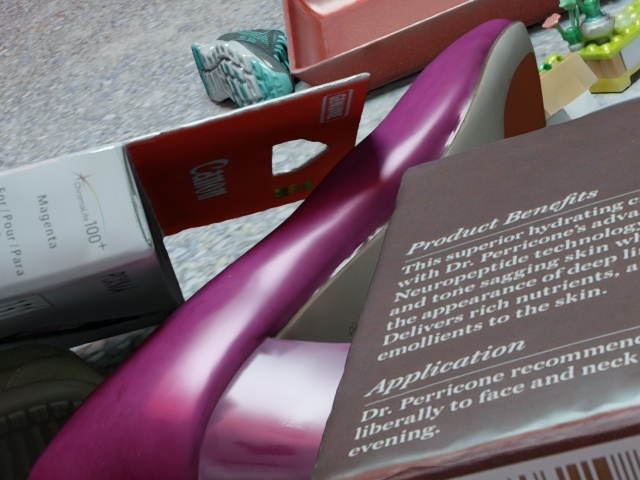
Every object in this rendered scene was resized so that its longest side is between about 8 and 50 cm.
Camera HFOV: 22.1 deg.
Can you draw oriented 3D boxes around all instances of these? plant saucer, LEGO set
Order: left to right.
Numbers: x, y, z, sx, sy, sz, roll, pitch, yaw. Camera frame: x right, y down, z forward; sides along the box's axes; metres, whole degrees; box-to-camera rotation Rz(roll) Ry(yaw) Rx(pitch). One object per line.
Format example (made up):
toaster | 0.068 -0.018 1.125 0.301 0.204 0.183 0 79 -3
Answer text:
plant saucer | 0.099 -0.197 1.293 0.258 0.048 0.259 -22 22 6
LEGO set | 0.228 -0.176 1.026 0.287 0.107 0.132 -23 21 1

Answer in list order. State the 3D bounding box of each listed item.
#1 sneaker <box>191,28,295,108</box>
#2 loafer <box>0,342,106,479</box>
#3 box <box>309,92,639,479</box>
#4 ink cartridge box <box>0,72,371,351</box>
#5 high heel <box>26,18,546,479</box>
sneaker | -0.046 -0.143 1.302 0.076 0.065 0.166 -25 23 -14
loafer | -0.220 0.121 0.826 0.268 0.102 0.092 -13 21 2
box | 0.116 0.067 0.497 0.168 0.167 0.203 -16 22 20
ink cartridge box | -0.089 0.002 0.851 0.238 0.060 0.275 -14 -8 -4
high heel | 0.000 0.000 0.816 0.181 0.127 0.377 -3 31 24
